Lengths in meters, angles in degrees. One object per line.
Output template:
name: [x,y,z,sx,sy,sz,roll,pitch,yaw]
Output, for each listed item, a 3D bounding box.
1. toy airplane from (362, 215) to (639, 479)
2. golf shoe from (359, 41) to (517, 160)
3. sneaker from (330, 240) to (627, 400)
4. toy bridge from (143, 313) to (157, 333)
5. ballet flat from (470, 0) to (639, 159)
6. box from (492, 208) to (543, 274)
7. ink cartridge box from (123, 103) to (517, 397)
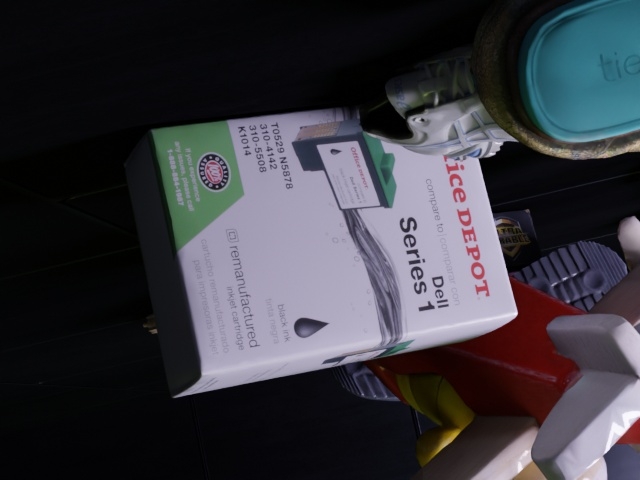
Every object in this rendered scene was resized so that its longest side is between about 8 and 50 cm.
toy airplane: [0.170,0.122,1.082,0.386,0.272,0.384,-16,-148,19]
golf shoe: [0.084,-0.083,0.813,0.086,0.069,0.176,-2,167,-23]
sneaker: [0.169,0.101,1.480,0.319,0.112,0.131,-17,163,5]
toy bridge: [-0.141,0.081,1.667,0.188,0.026,0.063,-18,169,33]
ballet flat: [0.241,-0.119,0.700,0.348,0.123,0.123,-12,171,-4]
box: [0.042,0.056,1.544,0.295,0.073,0.293,-7,166,-33]
ink cartridge box: [0.000,0.000,0.910,0.219,0.160,0.092,-10,169,-21]
